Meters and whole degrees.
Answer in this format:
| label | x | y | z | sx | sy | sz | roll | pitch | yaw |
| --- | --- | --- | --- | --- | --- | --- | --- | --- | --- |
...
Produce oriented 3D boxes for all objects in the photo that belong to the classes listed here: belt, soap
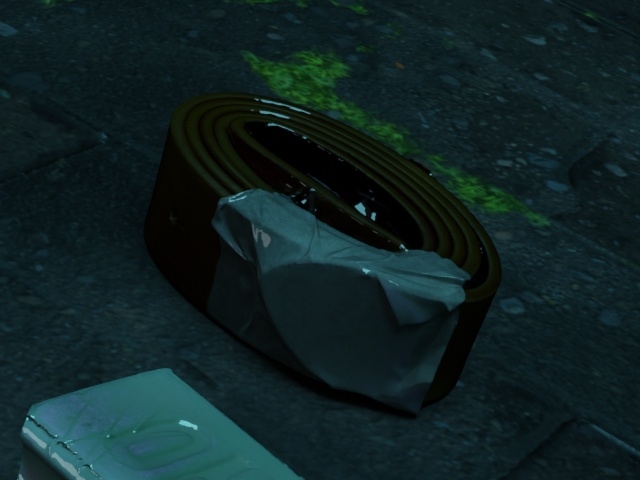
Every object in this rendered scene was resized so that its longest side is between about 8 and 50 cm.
| label | x | y | z | sx | sy | sz | roll | pitch | yaw |
| --- | --- | --- | --- | --- | --- | --- | --- | --- | --- |
| belt | 0.000 | 0.000 | 1.635 | 0.217 | 0.122 | 0.338 | -13 | 40 | -42 |
| soap | -0.076 | 0.193 | 1.299 | 0.261 | 0.094 | 0.150 | 35 | 35 | 31 |
